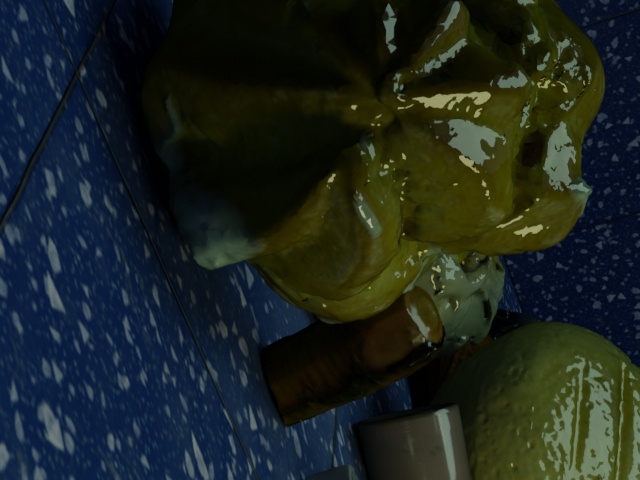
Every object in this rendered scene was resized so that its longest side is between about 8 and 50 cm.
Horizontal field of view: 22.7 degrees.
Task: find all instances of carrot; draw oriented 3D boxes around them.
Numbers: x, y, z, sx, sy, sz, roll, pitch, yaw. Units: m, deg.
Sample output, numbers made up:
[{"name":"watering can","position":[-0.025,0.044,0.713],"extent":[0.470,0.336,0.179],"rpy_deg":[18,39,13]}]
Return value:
[{"name":"carrot","position":[0.022,0.094,1.327],"extent":[0.082,0.173,0.082],"rpy_deg":[39,36,-36]}]

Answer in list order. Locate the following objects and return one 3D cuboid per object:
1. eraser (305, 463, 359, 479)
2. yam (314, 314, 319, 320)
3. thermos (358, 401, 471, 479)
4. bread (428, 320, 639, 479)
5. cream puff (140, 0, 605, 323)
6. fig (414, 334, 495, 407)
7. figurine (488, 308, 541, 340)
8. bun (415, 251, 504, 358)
[{"name":"eraser","position":[0.042,0.298,1.391],"extent":[0.092,0.046,0.212],"rpy_deg":[-93,163,-50]},{"name":"yam","position":[0.000,0.000,1.559],"extent":[0.067,0.071,0.317],"rpy_deg":[16,-45,48]},{"name":"thermos","position":[0.104,0.270,1.637],"extent":[0.137,0.105,0.193],"rpy_deg":[162,-84,-70]},{"name":"bread","position":[0.252,0.251,1.768],"extent":[0.237,0.320,0.320],"rpy_deg":[-41,-124,54]},{"name":"cream puff","position":[0.042,-0.120,1.206],"extent":[0.275,0.378,0.378],"rpy_deg":[102,-21,-64]},{"name":"fig","position":[0.169,0.205,2.038],"extent":[0.146,0.134,0.201],"rpy_deg":[45,37,-3]},{"name":"figurine","position":[0.279,0.202,2.434],"extent":[0.265,0.197,0.175],"rpy_deg":[-91,-163,-64]},{"name":"bun","position":[0.125,0.026,1.820],"extent":[0.239,0.141,0.239],"rpy_deg":[2,87,-49]}]
